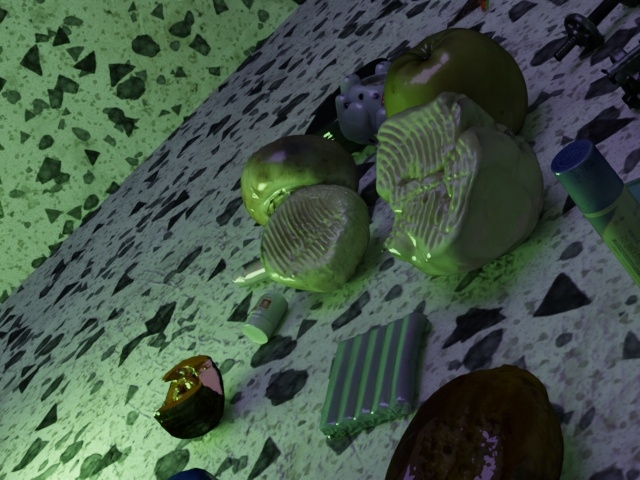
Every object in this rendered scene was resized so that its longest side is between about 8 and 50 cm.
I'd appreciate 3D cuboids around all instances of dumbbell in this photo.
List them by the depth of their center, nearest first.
[{"bbox_3d":[0.514,-0.419,1.819,0.254,0.081,0.081,-45,23,-7],"label":"dumbbell"}]

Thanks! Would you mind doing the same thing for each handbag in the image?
[{"bbox_3d":[0.077,-0.293,2.284,0.253,0.093,0.308,-32,20,39],"label":"handbag"}]

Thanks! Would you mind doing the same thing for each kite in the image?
[{"bbox_3d":[0.401,-0.596,2.409,0.241,0.014,0.183,-30,27,26],"label":"kite"}]

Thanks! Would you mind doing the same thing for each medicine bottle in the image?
[{"bbox_3d":[0.354,-0.018,1.171,0.059,0.231,0.059,-35,23,18],"label":"medicine bottle"},{"bbox_3d":[-0.103,0.142,1.872,0.057,0.057,0.089,-16,35,47],"label":"medicine bottle"}]

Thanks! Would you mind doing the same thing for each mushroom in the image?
[{"bbox_3d":[-0.037,-0.104,1.994,0.254,0.255,0.184,-36,49,15],"label":"mushroom"}]

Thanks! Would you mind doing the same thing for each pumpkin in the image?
[{"bbox_3d":[-0.222,0.285,1.753,0.119,0.108,0.183,-30,17,13],"label":"pumpkin"}]

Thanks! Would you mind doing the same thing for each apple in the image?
[{"bbox_3d":[0.235,-0.244,1.771,0.262,0.262,0.262,-35,24,18],"label":"apple"}]

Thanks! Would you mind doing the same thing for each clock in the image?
[{"bbox_3d":[0.167,-0.265,2.028,0.189,0.189,0.254,-48,28,-12],"label":"clock"}]

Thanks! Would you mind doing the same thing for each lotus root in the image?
[{"bbox_3d":[0.165,0.268,1.083,0.193,0.193,0.291,-18,35,45],"label":"lotus root"}]

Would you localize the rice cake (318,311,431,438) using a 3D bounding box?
[{"bbox_3d":[0.080,0.198,1.497,0.189,0.037,0.198,-26,28,37],"label":"rice cake"}]

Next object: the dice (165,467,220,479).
[{"bbox_3d":[-0.175,0.415,1.392,0.146,0.146,0.143,-44,24,-4],"label":"dice"}]

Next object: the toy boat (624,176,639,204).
[{"bbox_3d":[0.440,-0.067,1.395,0.122,0.034,0.096,-30,24,48],"label":"toy boat"}]

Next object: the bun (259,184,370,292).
[{"bbox_3d":[0.000,0.000,1.828,0.220,0.134,0.221,-19,51,25],"label":"bun"}]

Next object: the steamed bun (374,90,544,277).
[{"bbox_3d":[0.220,-0.079,1.546,0.275,0.206,0.320,-37,46,45],"label":"steamed bun"}]

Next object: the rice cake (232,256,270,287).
[{"bbox_3d":[-0.074,0.039,2.013,0.269,0.055,0.049,-22,35,37],"label":"rice cake"}]

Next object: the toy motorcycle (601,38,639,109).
[{"bbox_3d":[0.530,-0.264,1.478,0.205,0.127,0.275,-36,16,13],"label":"toy motorcycle"}]
